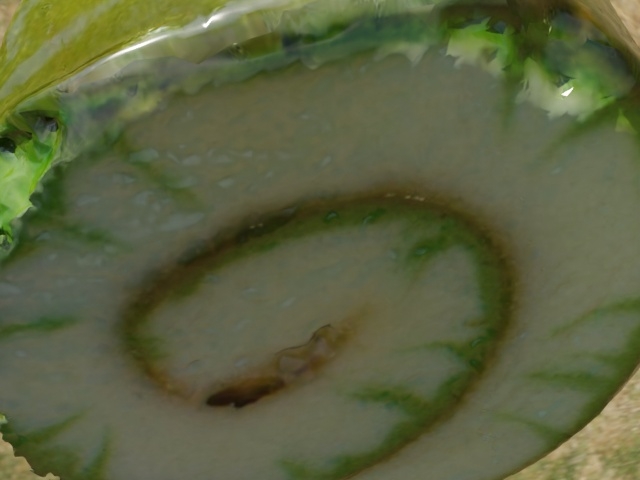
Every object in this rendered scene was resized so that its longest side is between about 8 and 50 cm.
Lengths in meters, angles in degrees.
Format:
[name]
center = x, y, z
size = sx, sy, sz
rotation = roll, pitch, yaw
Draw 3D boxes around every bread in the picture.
[bread]
center = 0.000, 0.000, 0.760
size = 0.366, 0.382, 0.129
rotation = -24, 43, 5
